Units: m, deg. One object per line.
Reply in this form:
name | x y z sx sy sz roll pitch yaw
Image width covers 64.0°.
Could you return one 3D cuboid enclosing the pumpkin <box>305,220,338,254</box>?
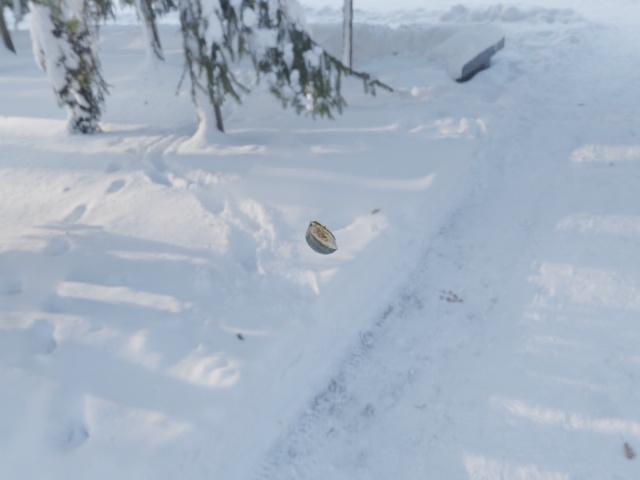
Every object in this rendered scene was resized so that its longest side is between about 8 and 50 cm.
pumpkin | -0.001 0.000 0.745 0.050 0.028 0.083 33 20 -8
